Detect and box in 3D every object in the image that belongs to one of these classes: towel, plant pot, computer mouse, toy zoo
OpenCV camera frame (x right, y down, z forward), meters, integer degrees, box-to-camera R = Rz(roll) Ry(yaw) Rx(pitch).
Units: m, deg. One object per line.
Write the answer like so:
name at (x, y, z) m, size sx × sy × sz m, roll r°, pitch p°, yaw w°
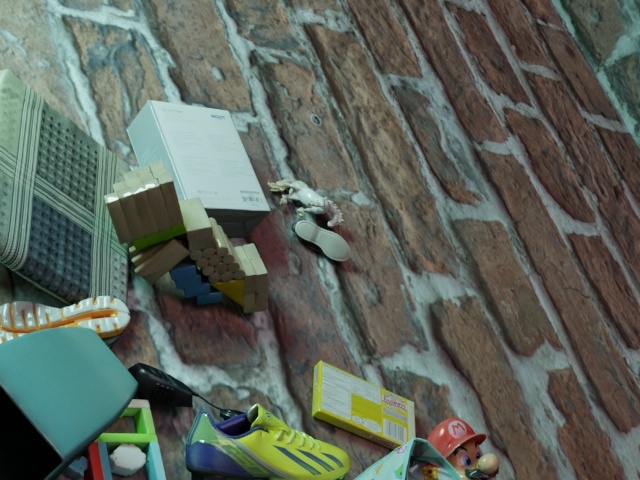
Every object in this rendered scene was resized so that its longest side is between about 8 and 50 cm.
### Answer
towel at (-0.396, -0.055, 1.606) m, size 0.312 × 0.056 × 0.324 m, roll 42°, pitch 35°, yaw -45°
plant pot at (-0.350, 0.211, 1.351) m, size 0.165 × 0.166 × 0.234 m, roll 49°, pitch 27°, yaw 5°
computer mouse at (-0.189, 0.248, 1.617) m, size 0.242 × 0.041 × 0.071 m, roll 30°, pitch -1°, yaw -25°
toy zoo at (-0.291, 0.346, 1.436) m, size 0.192 × 0.030 × 0.293 m, roll 10°, pitch 50°, yaw -37°

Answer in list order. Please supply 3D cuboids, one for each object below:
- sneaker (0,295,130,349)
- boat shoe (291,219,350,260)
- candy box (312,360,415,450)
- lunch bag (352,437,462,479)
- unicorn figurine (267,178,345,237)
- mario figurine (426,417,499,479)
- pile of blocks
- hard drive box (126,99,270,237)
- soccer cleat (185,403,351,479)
sneaker at (-0.378, 0.137, 1.514) m, size 0.215 × 0.083 × 0.084 m, roll -2°, pitch 53°, yaw -22°
boat shoe at (0.000, 0.000, 2.019) m, size 0.125 × 0.038 × 0.046 m, roll 26°, pitch 84°, yaw -22°
candy box at (0.076, 0.289, 1.834) m, size 0.206 × 0.027 × 0.105 m, roll 27°, pitch 39°, yaw -23°
lunch bag at (0.117, 0.446, 1.565) m, size 0.160 × 0.223 × 0.262 m, roll 5°, pitch 52°, yaw -40°
unicorn figurine at (-0.018, -0.071, 2.046) m, size 0.162 × 0.060 × 0.111 m, roll 49°, pitch 27°, yaw 15°
mario figurine at (0.277, 0.440, 1.757) m, size 0.198 × 0.170 × 0.320 m, roll 40°, pitch 26°, yaw -74°
pile of blocks at (-0.221, 0.001, 1.730) m, size 0.362 × 0.149 × 0.113 m, roll 47°, pitch 10°, yaw -40°
hard drive box at (-0.216, -0.125, 1.892) m, size 0.181 × 0.089 × 0.232 m, roll 3°, pitch 55°, yaw -42°
soccer cleat at (-0.067, 0.308, 1.603) m, size 0.289 × 0.093 × 0.121 m, roll 10°, pitch 83°, yaw -35°
